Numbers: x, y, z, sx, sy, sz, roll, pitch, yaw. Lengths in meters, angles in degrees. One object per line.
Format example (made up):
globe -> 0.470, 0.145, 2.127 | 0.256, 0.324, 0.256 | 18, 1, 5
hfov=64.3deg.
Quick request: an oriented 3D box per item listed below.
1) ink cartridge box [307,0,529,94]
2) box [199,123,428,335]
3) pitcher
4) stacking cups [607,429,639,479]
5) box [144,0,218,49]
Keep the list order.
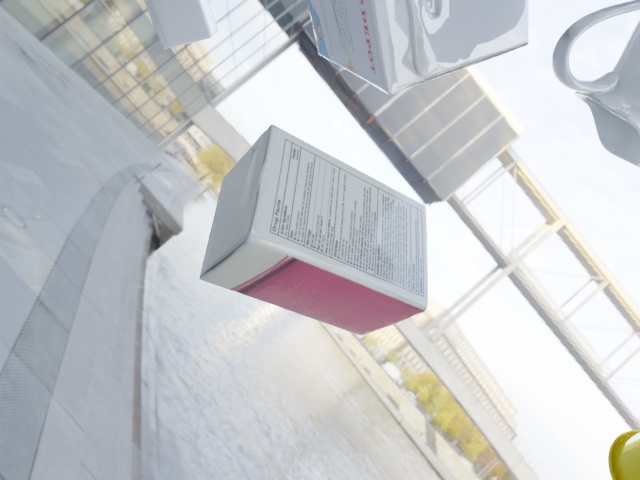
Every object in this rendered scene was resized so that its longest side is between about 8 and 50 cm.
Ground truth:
ink cartridge box -> 0.105, -0.341, 0.661 | 0.270, 0.197, 0.198 | -122, -166, -56
box -> 0.000, 0.000, 0.597 | 0.232, 0.148, 0.127 | 24, -35, -26
pitcher -> 0.334, -0.192, 0.474 | 0.178, 0.207, 0.125 | 32, 21, -29
stacking cups -> 0.359, 0.145, 0.405 | 0.096, 0.096, 0.316 | 47, -31, 27
box -> -0.263, -0.431, 0.970 | 0.087, 0.102, 0.101 | -95, 171, -61
